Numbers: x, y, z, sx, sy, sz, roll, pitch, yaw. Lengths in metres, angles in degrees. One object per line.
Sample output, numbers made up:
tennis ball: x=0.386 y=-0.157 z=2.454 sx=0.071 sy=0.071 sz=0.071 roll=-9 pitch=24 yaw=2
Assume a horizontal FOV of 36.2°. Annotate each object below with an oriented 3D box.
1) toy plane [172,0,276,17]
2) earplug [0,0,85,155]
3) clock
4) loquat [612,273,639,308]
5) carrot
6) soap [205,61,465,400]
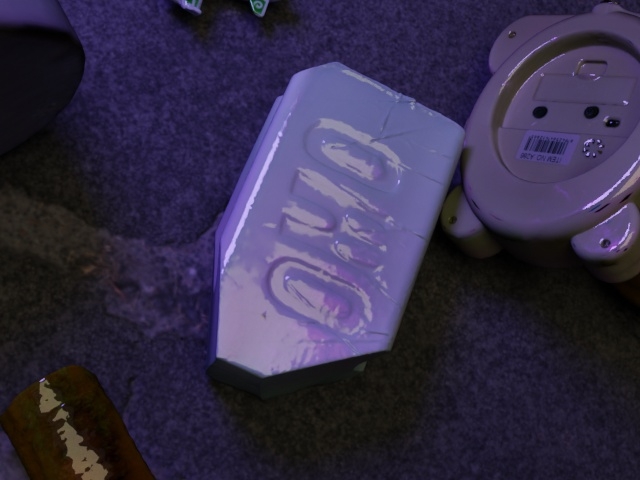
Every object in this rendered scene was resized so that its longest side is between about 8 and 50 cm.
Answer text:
toy plane: x=-0.112 y=-0.325 z=1.115 sx=0.174 sy=0.080 sz=0.173 roll=4 pitch=73 yaw=-14
earplug: x=-0.431 y=-0.265 z=0.874 sx=0.313 sy=0.312 sz=0.394 roll=-25 pitch=83 yaw=-22
clock: x=0.286 y=-0.111 z=1.084 sx=0.114 sy=0.284 sz=0.309 roll=42 pitch=66 yaw=-47
loquat: x=0.433 y=-0.017 z=1.138 sx=0.239 sy=0.193 sz=0.238 roll=0 pitch=69 yaw=1
carrot: x=-0.189 y=0.267 z=0.914 sx=0.114 sy=0.114 sz=0.301 roll=-27 pitch=81 yaw=-22
soap: x=0.000 y=0.000 z=1.041 sx=0.208 sy=0.115 sz=0.346 roll=25 pitch=70 yaw=-9
